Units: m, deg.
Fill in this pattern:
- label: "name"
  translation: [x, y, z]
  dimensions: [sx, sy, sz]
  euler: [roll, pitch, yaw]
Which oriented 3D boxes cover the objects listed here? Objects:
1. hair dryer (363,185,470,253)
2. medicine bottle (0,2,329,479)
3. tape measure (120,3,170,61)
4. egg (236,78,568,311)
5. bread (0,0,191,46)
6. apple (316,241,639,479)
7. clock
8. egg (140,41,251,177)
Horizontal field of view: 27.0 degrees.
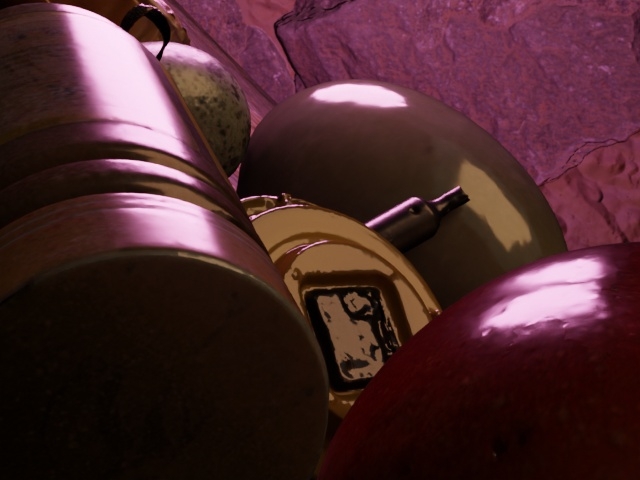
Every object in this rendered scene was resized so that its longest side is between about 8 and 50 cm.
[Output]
- label: "hair dryer"
  translation: [0.000, 0.000, 0.997]
  dimensions: [0.195, 0.248, 0.078]
  euler: [49, -31, 25]
- label: "medicine bottle"
  translation: [-0.112, 0.002, 0.616]
  dimensions: [0.151, 0.151, 0.322]
  euler: [41, 9, -30]
- label: "tape measure"
  translation: [-0.172, -0.121, 0.912]
  dimensions: [0.107, 0.180, 0.104]
  euler: [46, 24, 2]
- label: "egg"
  translation: [0.069, 0.007, 1.168]
  dimensions: [0.352, 0.258, 0.258]
  euler: [52, 10, 32]
- label: "bread"
  translation: [-0.239, -0.225, 1.253]
  dimensions: [0.241, 0.107, 0.136]
  euler: [45, -12, -5]
- label: "apple"
  translation: [0.171, 0.160, 0.688]
  dimensions: [0.348, 0.277, 0.348]
  euler: [29, 24, -14]
- label: "clock"
  translation: [0.012, 0.066, 0.854]
  dimensions: [0.237, 0.057, 0.237]
  euler: [22, 51, -30]
- label: "egg"
  translation: [-0.134, -0.103, 1.126]
  dimensions: [0.172, 0.132, 0.132]
  euler: [16, 29, -54]
